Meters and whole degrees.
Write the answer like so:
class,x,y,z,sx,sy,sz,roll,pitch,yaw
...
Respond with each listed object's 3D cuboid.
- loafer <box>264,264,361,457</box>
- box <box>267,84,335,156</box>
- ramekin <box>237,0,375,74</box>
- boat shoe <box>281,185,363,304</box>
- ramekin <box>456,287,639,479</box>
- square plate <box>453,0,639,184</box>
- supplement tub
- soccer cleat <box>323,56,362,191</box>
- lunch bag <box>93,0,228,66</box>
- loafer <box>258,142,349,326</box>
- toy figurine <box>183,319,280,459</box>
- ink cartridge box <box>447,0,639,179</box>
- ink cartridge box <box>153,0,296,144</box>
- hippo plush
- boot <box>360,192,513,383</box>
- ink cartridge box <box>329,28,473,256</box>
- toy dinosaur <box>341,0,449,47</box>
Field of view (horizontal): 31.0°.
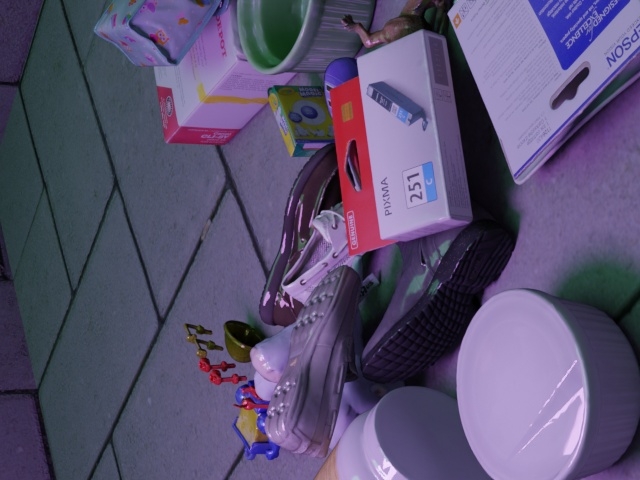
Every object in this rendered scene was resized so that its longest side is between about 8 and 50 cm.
class,x,y,z,sx,sy,sz,roll,pitch,yaw
loafer,0.008,0.190,1.833,0.112,0.111,0.319,-24,41,57
box,-0.030,-0.236,2.187,0.043,0.105,0.179,114,144,-43
ramekin,-0.025,-0.454,2.149,0.303,0.148,0.303,-5,85,60
boat shoe,0.029,-0.012,2.010,0.277,0.096,0.098,-59,32,3
ramekin,0.312,0.201,1.552,0.273,0.127,0.273,-8,81,60
square plate,0.336,-0.309,1.618,0.344,0.049,0.347,-47,50,48
supplement tub,0.107,0.406,1.780,0.331,0.241,0.241,-61,40,38
soccer cleat,0.077,-0.193,1.962,0.116,0.108,0.318,66,-172,-67
lunch bag,-0.297,-0.479,2.285,0.262,0.160,0.223,-56,28,-12
loafer,0.000,0.000,2.137,0.130,0.134,0.366,21,106,15
toy figurine,-0.157,0.331,2.307,0.362,0.191,0.217,41,128,54
ink cartridge box,0.314,-0.289,1.545,0.303,0.072,0.307,-50,50,45
ink cartridge box,-0.207,-0.406,2.447,0.384,0.160,0.279,-36,59,54
hippo plush,0.051,0.233,1.983,0.294,0.234,0.236,-40,63,-1
boot,0.153,0.048,1.838,0.338,0.118,0.223,-51,40,17
ink cartridge box,0.100,-0.143,1.793,0.261,0.066,0.296,-18,74,43
toy dinosaur,0.154,-0.303,1.869,0.200,0.127,0.296,-15,81,52
